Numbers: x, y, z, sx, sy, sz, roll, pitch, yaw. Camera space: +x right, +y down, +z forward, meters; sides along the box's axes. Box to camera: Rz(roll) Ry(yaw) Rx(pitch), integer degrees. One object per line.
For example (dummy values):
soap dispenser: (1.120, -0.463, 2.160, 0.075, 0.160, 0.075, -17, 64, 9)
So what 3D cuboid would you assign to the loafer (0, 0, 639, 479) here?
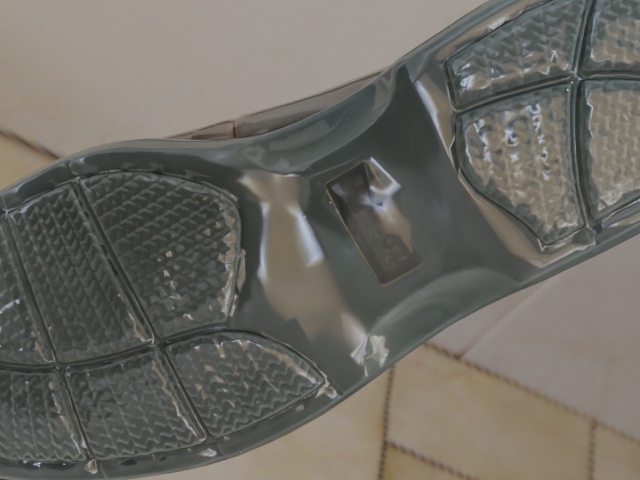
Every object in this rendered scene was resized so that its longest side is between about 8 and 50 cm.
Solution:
loafer: (0.000, 0.000, 0.468, 0.096, 0.268, 0.084, 69, 15, 1)
